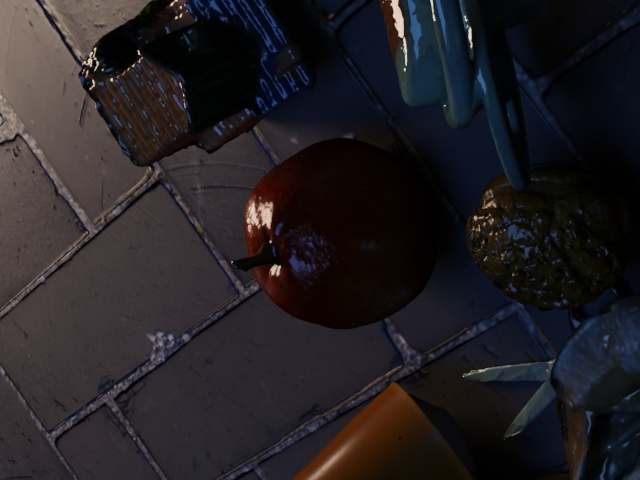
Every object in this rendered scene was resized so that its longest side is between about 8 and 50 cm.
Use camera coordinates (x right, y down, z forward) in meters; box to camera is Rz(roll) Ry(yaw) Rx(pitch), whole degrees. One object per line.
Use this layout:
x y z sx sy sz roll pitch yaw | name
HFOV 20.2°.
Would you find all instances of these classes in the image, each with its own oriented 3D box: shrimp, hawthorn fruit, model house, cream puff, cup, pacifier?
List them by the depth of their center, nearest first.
0.175 -0.220 1.462 0.269 0.288 0.343 -15 94 13 | pacifier
0.208 0.003 1.599 0.150 0.165 0.115 -36 52 57 | cream puff
0.288 0.185 1.661 0.221 0.110 0.445 35 138 -1 | shrimp
0.000 0.000 1.742 0.196 0.225 0.196 14 110 41 | hawthorn fruit
-0.109 -0.177 1.761 0.172 0.183 0.166 -24 98 49 | model house
0.051 0.291 1.844 0.182 0.264 0.226 50 172 41 | cup

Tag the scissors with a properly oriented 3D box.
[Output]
0.237 0.130 1.758 0.248 0.017 0.144 -32 91 48 | scissors
